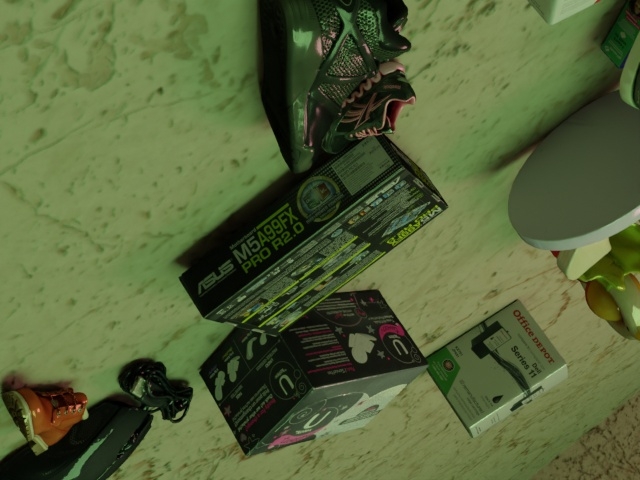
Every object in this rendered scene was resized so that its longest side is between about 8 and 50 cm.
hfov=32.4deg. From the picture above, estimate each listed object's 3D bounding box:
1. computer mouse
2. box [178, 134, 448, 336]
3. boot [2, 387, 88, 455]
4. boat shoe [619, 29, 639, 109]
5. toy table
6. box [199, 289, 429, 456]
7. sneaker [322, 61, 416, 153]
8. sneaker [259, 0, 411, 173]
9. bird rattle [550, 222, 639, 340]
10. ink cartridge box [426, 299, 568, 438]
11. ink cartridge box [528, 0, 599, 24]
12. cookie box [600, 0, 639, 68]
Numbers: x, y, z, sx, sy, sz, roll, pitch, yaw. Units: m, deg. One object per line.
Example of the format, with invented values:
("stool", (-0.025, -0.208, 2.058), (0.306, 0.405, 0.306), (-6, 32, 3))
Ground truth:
("computer mouse", (-0.286, 0.266, 1.395), (0.272, 0.072, 0.188), (-33, 157, -1))
("box", (0.000, 0.000, 1.241), (0.270, 0.060, 0.216), (-37, 161, 10))
("boot", (-0.309, 0.190, 1.253), (0.085, 0.059, 0.158), (-30, 164, -14))
("boat shoe", (0.424, -0.266, 1.165), (0.116, 0.099, 0.319), (-9, 130, -35))
("toy table", (0.388, -0.067, 1.428), (0.274, 0.252, 0.161), (-31, 140, 13))
("box", (-0.006, 0.176, 1.481), (0.247, 0.142, 0.163), (-1, 140, -49))
("sneaker", (0.048, -0.122, 1.099), (0.119, 0.057, 0.047), (-44, 155, 26))
("sneaker", (0.015, -0.148, 0.972), (0.130, 0.087, 0.227), (-18, 147, -16))
("bird rattle", (0.406, 0.055, 1.616), (0.143, 0.207, 0.253), (-30, -171, -12))
("ink cartridge box", (0.311, 0.226, 1.947), (0.208, 0.153, 0.087), (-33, 155, -2))
("ink cartridge box", (0.253, -0.289, 1.027), (0.109, 0.063, 0.150), (-27, 154, -13))
("cookie box", (0.389, -0.257, 1.276), (0.092, 0.040, 0.107), (-19, 151, -25))
